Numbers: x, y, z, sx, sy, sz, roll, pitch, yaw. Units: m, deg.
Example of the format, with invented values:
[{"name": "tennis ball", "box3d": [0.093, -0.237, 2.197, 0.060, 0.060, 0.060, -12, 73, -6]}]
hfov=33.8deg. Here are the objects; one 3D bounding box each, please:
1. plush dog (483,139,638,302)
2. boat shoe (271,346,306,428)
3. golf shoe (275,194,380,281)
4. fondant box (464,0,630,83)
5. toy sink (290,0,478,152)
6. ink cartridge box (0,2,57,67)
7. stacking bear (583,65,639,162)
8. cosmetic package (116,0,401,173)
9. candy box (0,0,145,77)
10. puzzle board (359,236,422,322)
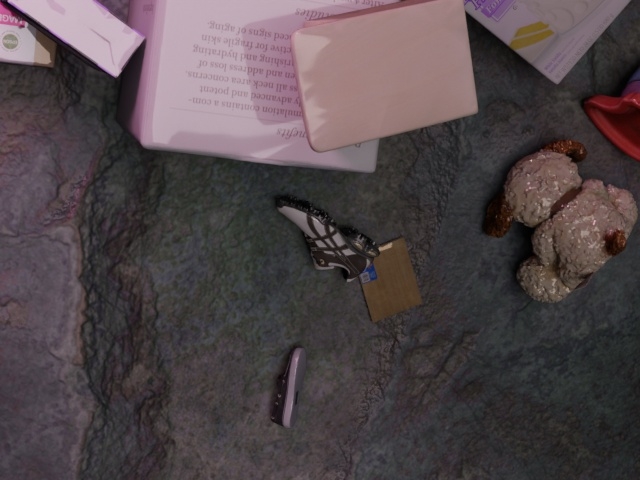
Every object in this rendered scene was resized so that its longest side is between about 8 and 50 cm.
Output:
[{"name": "plush dog", "box3d": [0.412, -0.049, 1.815, 0.225, 0.210, 0.262, 45, 85, 6]}, {"name": "boat shoe", "box3d": [-0.056, 0.249, 1.796, 0.040, 0.049, 0.142, 11, 95, 20]}, {"name": "golf shoe", "box3d": [0.000, 0.000, 1.741, 0.198, 0.077, 0.094, 31, 99, -16]}, {"name": "fondant box", "box3d": [0.334, -0.430, 1.658, 0.330, 0.096, 0.238, 29, 108, -35]}, {"name": "toy sink", "box3d": [0.060, -0.213, 1.335, 0.234, 0.131, 0.152, -17, 107, -19]}, {"name": "ink cartridge box", "box3d": [-0.491, -0.354, 1.503, 0.235, 0.088, 0.193, 3, 100, -19]}, {"name": "stacking bear", "box3d": [0.632, -0.281, 1.836, 0.289, 0.175, 0.164, -46, 109, -11]}, {"name": "cosmetic package", "box3d": [-0.095, -0.322, 1.505, 0.330, 0.327, 0.393, 6, 100, -19]}, {"name": "candy box", "box3d": [-0.337, -0.298, 1.414, 0.165, 0.196, 0.070, 35, 89, -23]}, {"name": "puzzle board", "box3d": [0.116, 0.068, 1.827, 0.096, 0.011, 0.128, -20, 107, -11]}]
